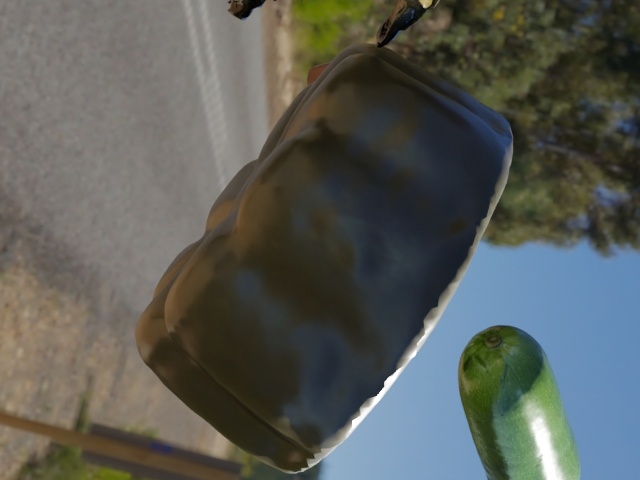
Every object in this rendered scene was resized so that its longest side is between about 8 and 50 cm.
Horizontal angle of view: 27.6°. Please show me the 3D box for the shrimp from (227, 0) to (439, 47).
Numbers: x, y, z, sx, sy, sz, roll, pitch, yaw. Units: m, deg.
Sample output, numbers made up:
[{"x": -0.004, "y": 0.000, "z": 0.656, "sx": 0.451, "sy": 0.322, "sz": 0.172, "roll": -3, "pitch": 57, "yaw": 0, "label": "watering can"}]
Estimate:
[{"x": 0.011, "y": -0.214, "z": 1.071, "sx": 0.217, "sy": 0.150, "sz": 0.051, "roll": -24, "pitch": -141, "yaw": 49, "label": "shrimp"}]

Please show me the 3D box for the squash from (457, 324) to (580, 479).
[{"x": 0.203, "y": 0.199, "z": 1.289, "sx": 0.379, "sy": 0.101, "sz": 0.101, "roll": 68, "pitch": 28, "yaw": -53, "label": "squash"}]

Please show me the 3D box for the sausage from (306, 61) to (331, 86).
[{"x": 0.038, "y": -0.191, "z": 1.503, "sx": 0.131, "sy": 0.039, "sz": 0.041, "roll": -4, "pitch": -118, "yaw": 48, "label": "sausage"}]

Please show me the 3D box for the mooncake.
[{"x": 0.000, "y": 0.000, "z": 1.162, "sx": 0.378, "sy": 0.201, "sz": 0.378, "roll": -57, "pitch": -174, "yaw": 9, "label": "mooncake"}]
